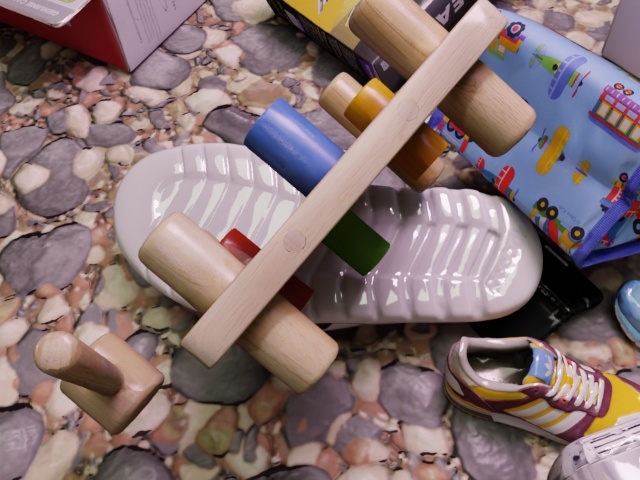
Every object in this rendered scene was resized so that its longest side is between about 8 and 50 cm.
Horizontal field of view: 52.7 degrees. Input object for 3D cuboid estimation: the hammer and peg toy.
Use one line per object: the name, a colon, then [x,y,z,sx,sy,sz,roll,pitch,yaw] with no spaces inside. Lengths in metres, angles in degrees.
hammer and peg toy: [-0.029,0.013,0.448,0.127,0.266,0.361,41,83,-3]

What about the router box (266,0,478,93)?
router box: [0.101,-0.372,0.832,0.309,0.081,0.243,-47,62,0]

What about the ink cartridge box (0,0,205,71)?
ink cartridge box: [-0.357,-0.365,0.898,0.309,0.130,0.272,24,60,20]

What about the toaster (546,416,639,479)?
toaster: [0.265,0.207,0.459,0.226,0.129,0.147,-17,52,-4]

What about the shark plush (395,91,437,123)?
shark plush: [0.122,-0.192,0.786,0.067,0.073,0.161,7,56,47]

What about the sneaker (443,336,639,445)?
sneaker: [0.197,0.126,0.543,0.185,0.084,0.070,7,57,11]

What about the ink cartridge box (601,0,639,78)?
ink cartridge box: [0.510,-0.274,0.766,0.272,0.114,0.197,-33,60,-17]

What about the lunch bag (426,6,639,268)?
lunch bag: [0.295,-0.105,0.631,0.293,0.138,0.221,-4,41,-35]

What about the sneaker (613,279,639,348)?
sneaker: [0.339,0.082,0.565,0.063,0.073,0.162,-41,62,-20]

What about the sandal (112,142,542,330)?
sandal: [-0.004,0.015,0.634,0.415,0.102,0.170,11,74,9]

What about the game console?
game console: [0.194,0.047,0.641,0.107,0.071,0.122,-12,50,-40]
